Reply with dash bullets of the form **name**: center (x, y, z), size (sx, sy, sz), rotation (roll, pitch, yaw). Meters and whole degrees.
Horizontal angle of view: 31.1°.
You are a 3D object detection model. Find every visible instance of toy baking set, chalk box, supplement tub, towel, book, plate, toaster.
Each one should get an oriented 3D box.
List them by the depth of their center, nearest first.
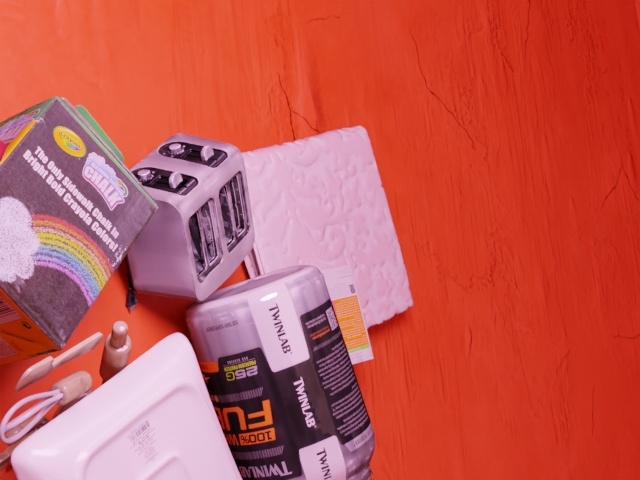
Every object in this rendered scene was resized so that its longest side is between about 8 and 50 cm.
- **toy baking set**: center (-0.275, 0.170, 1.242), size (0.030, 0.256, 0.197), rotation (40, 54, 9)
- **chalk box**: center (-0.322, -0.027, 1.276), size (0.180, 0.179, 0.289), rotation (52, 44, -25)
- **plate**: center (-0.184, 0.282, 1.288), size (0.277, 0.045, 0.278), rotation (-36, 112, -46)
- **toaster**: center (-0.174, -0.022, 1.467), size (0.168, 0.110, 0.186), rotation (-48, 139, -50)
- **supplement tub**: center (-0.044, 0.206, 1.522), size (0.193, 0.193, 0.316), rotation (-23, 96, -51)
- **book**: center (0.020, 0.113, 1.681), size (0.096, 0.035, 0.144), rotation (-9, 87, -46)
- **towel**: center (0.000, 0.000, 1.750), size (0.332, 0.053, 0.317), rotation (-20, 96, -50)

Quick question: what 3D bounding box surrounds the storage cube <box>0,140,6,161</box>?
- **storage cube**: center (-0.446, -0.059, 1.057), size (0.193, 0.215, 0.184), rotation (43, 54, -45)
